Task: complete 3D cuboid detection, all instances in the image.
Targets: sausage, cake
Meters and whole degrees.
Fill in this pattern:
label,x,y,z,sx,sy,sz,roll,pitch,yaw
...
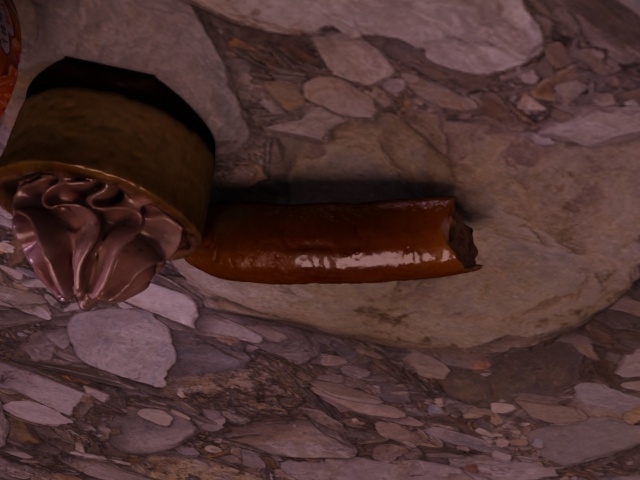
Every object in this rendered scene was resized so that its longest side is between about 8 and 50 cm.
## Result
label,x,y,z,sx,sy,sz,roll,pitch,yaw
sausage,-0.003,0.001,0.920,0.302,0.076,0.103,0,-171,22
cake,-0.202,-0.030,0.878,0.185,0.178,0.208,-4,142,29

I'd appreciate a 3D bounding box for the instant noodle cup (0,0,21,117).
label,x,y,z,sx,sy,sz,roll,pitch,yaw
instant noodle cup,-0.341,-0.152,0.673,0.250,0.251,0.192,0,164,23
